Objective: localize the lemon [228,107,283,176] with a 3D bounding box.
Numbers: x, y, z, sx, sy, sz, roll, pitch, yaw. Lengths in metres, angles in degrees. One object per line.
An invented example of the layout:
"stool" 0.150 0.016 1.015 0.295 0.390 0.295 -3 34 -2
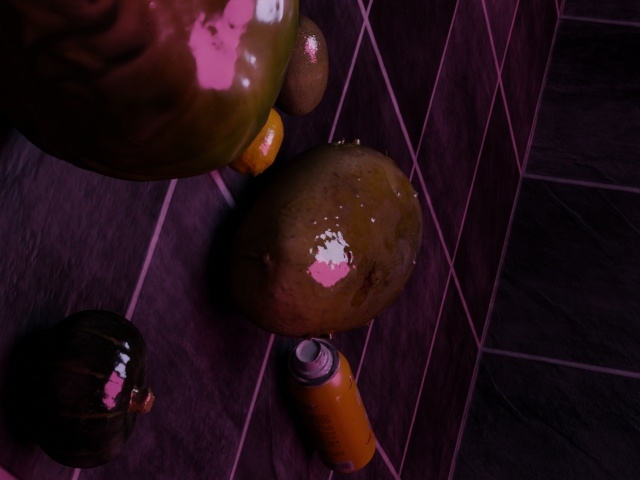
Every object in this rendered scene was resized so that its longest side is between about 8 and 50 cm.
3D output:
"lemon" -0.089 -0.137 1.979 0.082 0.082 0.110 69 30 -57

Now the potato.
"potato" 0.000 0.019 2.122 0.359 0.219 0.269 -44 130 -51

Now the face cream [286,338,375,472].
"face cream" 0.013 0.259 2.444 0.348 0.105 0.105 70 33 -55

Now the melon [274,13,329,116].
"melon" -0.035 -0.237 2.070 0.162 0.099 0.099 84 23 -47

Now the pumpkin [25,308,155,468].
"pumpkin" -0.240 0.152 1.580 0.167 0.125 0.167 -3 90 -71

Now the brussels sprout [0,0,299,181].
"brussels sprout" -0.173 -0.221 1.366 0.354 0.289 0.281 49 60 -37
